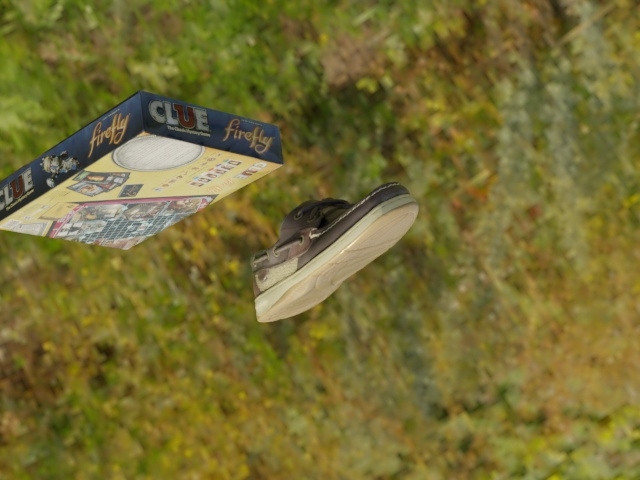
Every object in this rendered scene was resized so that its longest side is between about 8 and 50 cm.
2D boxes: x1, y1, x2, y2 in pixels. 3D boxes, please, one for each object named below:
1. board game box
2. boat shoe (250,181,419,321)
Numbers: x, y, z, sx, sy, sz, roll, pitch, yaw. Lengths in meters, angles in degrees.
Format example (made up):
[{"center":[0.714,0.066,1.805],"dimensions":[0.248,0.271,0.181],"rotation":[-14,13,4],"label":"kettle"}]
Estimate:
[{"center":[-0.176,-0.059,1.496],"dimensions":[0.165,0.042,0.243],"rotation":[11,153,-43],"label":"board game box"},{"center":[0.000,0.000,1.715],"dimensions":[0.102,0.092,0.285],"rotation":[-17,165,-35],"label":"boat shoe"}]
